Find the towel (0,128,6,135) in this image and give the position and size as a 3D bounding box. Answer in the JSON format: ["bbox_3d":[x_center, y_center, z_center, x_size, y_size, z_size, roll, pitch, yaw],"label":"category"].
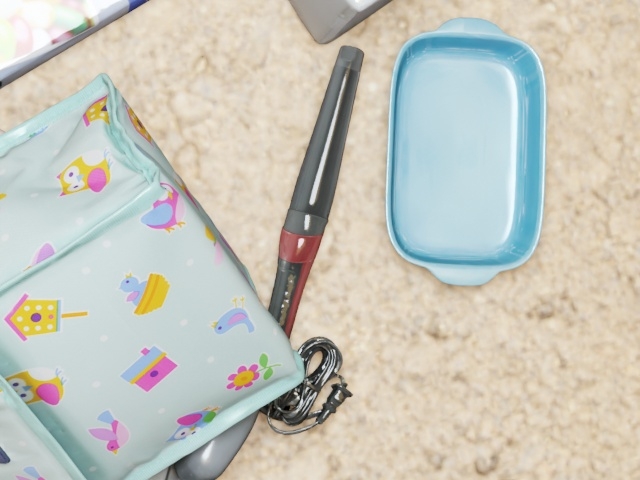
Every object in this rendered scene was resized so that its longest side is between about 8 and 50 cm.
[{"bbox_3d":[-0.414,-0.041,1.267,0.317,0.053,0.332,39,97,-6],"label":"towel"}]

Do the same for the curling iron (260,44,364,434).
[{"bbox_3d":[0.000,0.000,1.372,0.068,0.035,0.274,8,87,-12],"label":"curling iron"}]

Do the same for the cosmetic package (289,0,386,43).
[{"bbox_3d":[-0.026,-0.387,1.326,0.230,0.161,0.453,-36,93,-9],"label":"cosmetic package"}]

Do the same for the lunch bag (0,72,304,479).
[{"bbox_3d":[-0.177,0.061,1.234,0.262,0.160,0.223,-33,135,-1],"label":"lunch bag"}]

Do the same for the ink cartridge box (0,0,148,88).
[{"bbox_3d":[-0.234,-0.202,1.336,0.311,0.065,0.186,-32,92,-11],"label":"ink cartridge box"}]

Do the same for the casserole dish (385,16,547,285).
[{"bbox_3d":[0.100,-0.062,1.390,0.114,0.037,0.188,3,86,-8],"label":"casserole dish"}]

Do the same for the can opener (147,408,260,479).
[{"bbox_3d":[-0.110,0.193,1.283,0.074,0.093,0.280,27,58,-17],"label":"can opener"}]
